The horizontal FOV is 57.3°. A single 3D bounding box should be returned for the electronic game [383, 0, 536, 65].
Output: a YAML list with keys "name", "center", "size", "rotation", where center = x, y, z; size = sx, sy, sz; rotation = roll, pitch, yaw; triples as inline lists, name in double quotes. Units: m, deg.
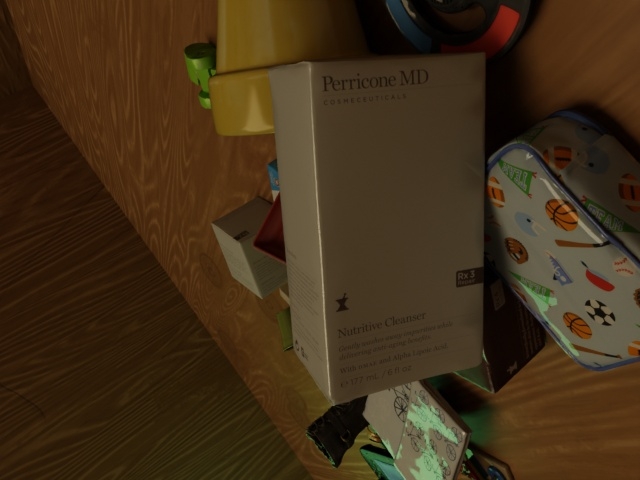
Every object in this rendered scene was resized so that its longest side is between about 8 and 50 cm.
- name: "electronic game"
  center: [0.145, -0.304, 0.666]
  size: [0.229, 0.048, 0.229]
  rotation: [42, 152, 29]

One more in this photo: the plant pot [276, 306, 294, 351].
- name: "plant pot"
  center: [-0.056, 0.182, 1.236]
  size: [0.079, 0.083, 0.083]
  rotation: [67, 158, 14]

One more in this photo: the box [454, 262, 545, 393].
- name: "box"
  center: [0.168, 0.074, 0.990]
  size: [0.381, 0.143, 0.191]
  rotation: [25, 141, 51]

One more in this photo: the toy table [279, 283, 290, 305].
- name: "toy table"
  center: [0.050, 0.150, 1.276]
  size: [0.274, 0.161, 0.252]
  rotation: [35, 148, 41]

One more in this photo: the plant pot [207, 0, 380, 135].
- name: "plant pot"
  center: [-0.045, -0.286, 0.828]
  size: [0.254, 0.254, 0.238]
  rotation: [16, 119, 55]

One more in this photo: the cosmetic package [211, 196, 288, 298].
- name: "cosmetic package"
  center: [-0.156, 0.016, 1.496]
  size: [0.151, 0.151, 0.183]
  rotation: [29, 144, 46]

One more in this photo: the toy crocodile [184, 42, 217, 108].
- name: "toy crocodile"
  center: [-0.169, -0.324, 1.178]
  size: [0.341, 0.105, 0.115]
  rotation: [27, 143, 39]

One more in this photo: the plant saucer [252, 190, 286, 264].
- name: "plant saucer"
  center: [0.018, -0.062, 1.022]
  size: [0.048, 0.258, 0.259]
  rotation: [30, 175, -39]

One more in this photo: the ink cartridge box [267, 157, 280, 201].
- name: "ink cartridge box"
  center: [-0.015, -0.081, 1.201]
  size: [0.191, 0.082, 0.139]
  rotation: [39, 151, 36]

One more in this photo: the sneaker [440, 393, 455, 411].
- name: "sneaker"
  center: [0.246, 0.397, 1.331]
  size: [0.083, 0.084, 0.215]
  rotation: [66, 154, 11]

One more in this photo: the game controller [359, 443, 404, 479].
- name: "game controller"
  center: [0.232, 0.652, 1.631]
  size: [0.166, 0.067, 0.319]
  rotation: [47, 153, -16]

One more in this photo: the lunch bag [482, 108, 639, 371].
- name: "lunch bag"
  center: [0.296, 0.004, 0.696]
  size: [0.303, 0.115, 0.243]
  rotation: [52, 159, 10]

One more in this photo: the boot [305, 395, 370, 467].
- name: "boot"
  center: [0.053, 0.437, 1.538]
  size: [0.091, 0.229, 0.263]
  rotation: [-2, 119, 62]

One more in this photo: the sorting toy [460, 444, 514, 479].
- name: "sorting toy"
  center: [0.365, 0.532, 1.306]
  size: [0.274, 0.046, 0.132]
  rotation: [11, 130, 58]

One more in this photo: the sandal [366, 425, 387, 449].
- name: "sandal"
  center: [0.170, 0.580, 1.722]
  size: [0.180, 0.049, 0.072]
  rotation: [57, 156, -2]

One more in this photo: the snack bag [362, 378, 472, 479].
- name: "snack bag"
  center: [0.194, 0.404, 1.308]
  size: [0.342, 0.037, 0.323]
  rotation: [51, 145, 46]

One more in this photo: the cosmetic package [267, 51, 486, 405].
- name: "cosmetic package"
  center: [0.071, -0.026, 0.714]
  size: [0.156, 0.217, 0.384]
  rotation: [-143, 44, -64]
